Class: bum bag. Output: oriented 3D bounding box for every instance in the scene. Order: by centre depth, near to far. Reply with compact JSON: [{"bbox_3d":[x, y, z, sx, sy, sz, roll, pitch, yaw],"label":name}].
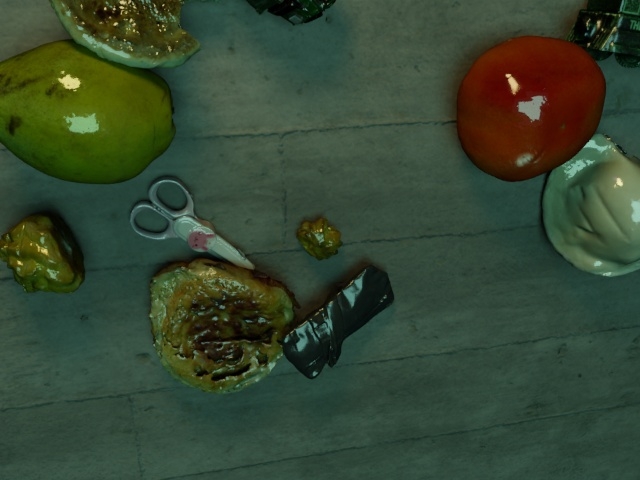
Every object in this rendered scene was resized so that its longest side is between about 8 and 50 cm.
[{"bbox_3d":[0.035,0.149,1.297,0.248,0.060,0.123,-43,125,-16],"label":"bum bag"}]

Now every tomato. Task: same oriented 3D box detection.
[{"bbox_3d":[0.358,-0.218,1.157,0.259,0.180,0.260,-6,118,-12],"label":"tomato"}]

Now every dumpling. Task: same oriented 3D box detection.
[{"bbox_3d":[0.542,-0.056,1.310,0.226,0.244,0.175,-34,159,23],"label":"dumpling"}]

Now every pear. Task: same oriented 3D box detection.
[{"bbox_3d":[-0.343,-0.185,0.983,0.268,0.212,0.213,0,115,-22],"label":"pear"}]

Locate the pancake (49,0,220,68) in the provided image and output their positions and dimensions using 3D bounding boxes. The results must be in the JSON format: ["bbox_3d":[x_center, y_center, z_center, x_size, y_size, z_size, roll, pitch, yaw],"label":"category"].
[{"bbox_3d":[-0.259,-0.355,0.943,0.253,0.037,0.254,7,77,-31],"label":"pancake"}]

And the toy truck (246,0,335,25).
[{"bbox_3d":[-0.086,-0.420,0.986,0.259,0.088,0.121,36,76,-26],"label":"toy truck"}]

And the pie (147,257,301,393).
[{"bbox_3d":[-0.179,0.166,1.256,0.307,0.085,0.309,-7,119,-12],"label":"pie"}]

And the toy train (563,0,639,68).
[{"bbox_3d":[0.590,-0.376,1.165,0.330,0.138,0.178,3,110,-16],"label":"toy train"}]

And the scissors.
[{"bbox_3d":[-0.212,-0.008,1.199,0.242,0.031,0.118,37,105,-26],"label":"scissors"}]

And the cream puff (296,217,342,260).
[{"bbox_3d":[0.000,0.000,1.239,0.083,0.058,0.083,-9,118,-7],"label":"cream puff"}]

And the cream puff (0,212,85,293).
[{"bbox_3d":[-0.455,0.027,1.098,0.116,0.146,0.146,-21,118,-2],"label":"cream puff"}]
